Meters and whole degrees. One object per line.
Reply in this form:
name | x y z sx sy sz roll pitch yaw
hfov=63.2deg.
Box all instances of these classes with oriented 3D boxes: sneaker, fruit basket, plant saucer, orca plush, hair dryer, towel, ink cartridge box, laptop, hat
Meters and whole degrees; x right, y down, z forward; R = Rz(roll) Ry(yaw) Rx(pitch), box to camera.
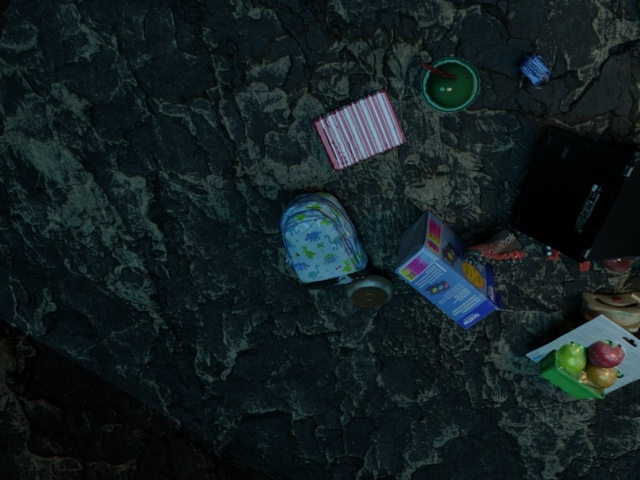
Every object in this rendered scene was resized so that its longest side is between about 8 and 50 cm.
sneaker | 0.585 0.016 1.769 0.097 0.276 0.135 -10 83 55
fruit basket | 0.996 0.424 1.888 0.327 0.165 0.353 33 129 -6
plant saucer | 0.186 0.205 1.988 0.198 0.036 0.198 1 138 1
orca plush | 0.898 -0.260 1.661 0.287 0.102 0.151 -23 155 30
hair dryer | 1.035 0.000 1.767 0.293 0.080 0.223 2 97 6
towel | 0.127 -0.369 1.759 0.275 0.031 0.199 -20 109 17
ink cartridge box | 0.459 0.115 1.803 0.395 0.270 0.151 40 122 -10
laptop | 0.884 -0.145 1.633 0.408 0.236 0.382 33 134 30
hat | 0.386 -0.458 1.579 0.208 0.183 0.173 13 118 4

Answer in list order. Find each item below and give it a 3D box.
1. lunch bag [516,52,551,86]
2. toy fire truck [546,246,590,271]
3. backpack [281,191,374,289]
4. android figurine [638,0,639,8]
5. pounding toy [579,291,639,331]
lunch bag | 0.644 -0.521 1.566 0.098 0.067 0.065 43 115 -10
toy fire truck | 0.851 0.016 1.795 0.135 0.047 0.192 -5 116 24
backpack | 0.000 0.000 1.862 0.290 0.273 0.355 -10 104 20
android figurine | 1.001 -0.692 1.424 0.248 0.056 0.273 27 116 -4
pounding toy | 1.063 0.214 1.823 0.269 0.154 0.155 8 119 28
